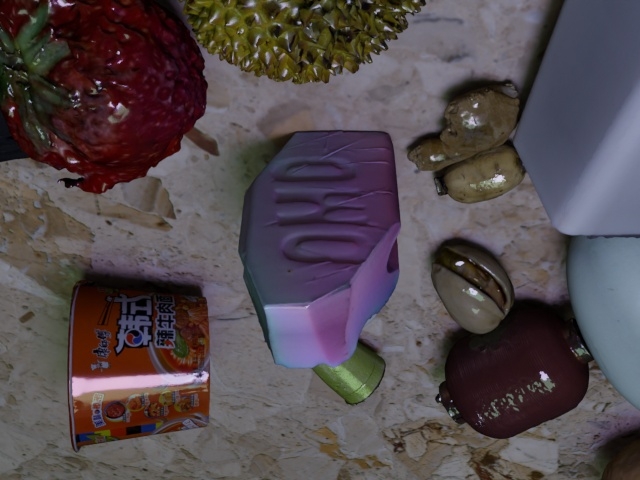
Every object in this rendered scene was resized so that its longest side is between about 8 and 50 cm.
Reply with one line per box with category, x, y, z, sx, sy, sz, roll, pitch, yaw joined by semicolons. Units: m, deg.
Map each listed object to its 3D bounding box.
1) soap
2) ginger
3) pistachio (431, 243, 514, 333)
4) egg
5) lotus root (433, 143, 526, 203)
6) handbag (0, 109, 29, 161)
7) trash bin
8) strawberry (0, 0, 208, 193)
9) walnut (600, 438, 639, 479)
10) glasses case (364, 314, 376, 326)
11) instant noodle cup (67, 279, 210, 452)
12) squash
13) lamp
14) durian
soap;0.000;0.000;1.036;0.192;0.324;0.109;-1;132;2
ginger;0.178;-0.140;1.080;0.165;0.067;0.096;-31;146;24
pistachio;0.222;0.068;1.242;0.113;0.113;0.149;-33;107;25
egg;0.476;0.107;1.174;0.230;0.230;0.371;-33;105;25
lotus root;0.224;-0.087;1.128;0.151;0.063;0.072;-21;125;21
handbag;-0.493;-0.181;1.049;0.275;0.088;0.244;-10;133;7
trash bin;0.375;-0.169;0.907;0.255;0.296;0.368;-2;140;-18
strawberry;-0.247;-0.194;0.956;0.274;0.220;0.274;23;130;29
walnut;0.629;0.466;1.447;0.313;0.277;0.252;-5;170;-29
glasses case;-0.010;0.059;1.257;0.233;0.059;0.092;37;120;-26
instant noodle cup;-0.265;0.180;1.263;0.192;0.250;0.250;0;131;-12
squash;0.005;0.158;1.332;0.094;0.094;0.224;-32;117;25
lamp;0.299;0.203;1.314;0.258;0.180;0.180;-32;123;27
durian;-0.001;-0.285;0.852;0.293;0.258;0.258;-31;139;-30
